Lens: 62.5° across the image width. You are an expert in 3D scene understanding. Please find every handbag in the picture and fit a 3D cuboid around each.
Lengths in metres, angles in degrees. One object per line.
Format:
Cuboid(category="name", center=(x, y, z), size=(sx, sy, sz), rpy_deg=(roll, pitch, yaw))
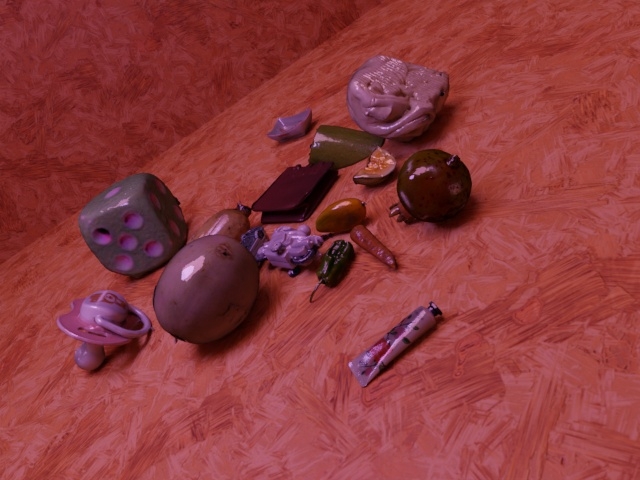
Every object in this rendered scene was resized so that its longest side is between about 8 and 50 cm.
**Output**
Cuboid(category="handbag", center=(-0.092, -0.178, 1.919), size=(0.260, 0.084, 0.275), rpy_deg=(-2, 42, 44))

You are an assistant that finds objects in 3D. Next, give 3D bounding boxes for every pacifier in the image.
Cuboid(category="pacifier", center=(-0.729, 0.284, 1.744), size=(0.273, 0.220, 0.332), rpy_deg=(-34, 17, 0))

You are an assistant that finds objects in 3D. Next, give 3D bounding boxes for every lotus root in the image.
Cuboid(category="lotus root", center=(-0.355, -0.021, 1.894), size=(0.284, 0.146, 0.160), rpy_deg=(-48, 50, -6))

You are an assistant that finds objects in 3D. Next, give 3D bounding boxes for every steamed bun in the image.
Cuboid(category="steamed bun", center=(0.262, -0.457, 1.825), size=(0.395, 0.237, 0.346), rpy_deg=(-10, 53, -21))

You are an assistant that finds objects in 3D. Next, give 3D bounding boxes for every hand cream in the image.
Cuboid(category="hand cream", center=(0.163, 0.219, 1.143), size=(0.234, 0.050, 0.080), rpy_deg=(-41, 34, 1))

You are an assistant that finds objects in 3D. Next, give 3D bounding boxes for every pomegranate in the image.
Cuboid(category="pomegranate", center=(0.271, -0.136, 1.391), size=(0.246, 0.198, 0.198), rpy_deg=(-13, 36, 33))

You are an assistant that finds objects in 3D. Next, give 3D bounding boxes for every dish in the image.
Cuboid(category="dish", center=(-0.131, -0.528, 2.466), size=(0.213, 0.077, 0.151), rpy_deg=(-10, 39, 35))

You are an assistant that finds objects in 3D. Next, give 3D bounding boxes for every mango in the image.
Cuboid(category="mango", center=(0.061, -0.071, 1.594), size=(0.188, 0.101, 0.066), rpy_deg=(-21, 33, 24))

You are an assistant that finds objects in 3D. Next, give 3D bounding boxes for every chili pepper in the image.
Cuboid(category="chili pepper", center=(0.032, 0.075, 1.452), size=(0.072, 0.073, 0.204), rpy_deg=(7, 50, 31))

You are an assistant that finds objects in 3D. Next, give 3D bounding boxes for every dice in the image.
Cuboid(category="dice", center=(-0.758, -0.064, 2.170), size=(0.319, 0.330, 0.322), rpy_deg=(-25, 30, 7))

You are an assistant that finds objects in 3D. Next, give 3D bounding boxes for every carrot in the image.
Cuboid(category="carrot", center=(0.151, 0.020, 1.426), size=(0.057, 0.057, 0.224), rpy_deg=(-37, 31, -5))

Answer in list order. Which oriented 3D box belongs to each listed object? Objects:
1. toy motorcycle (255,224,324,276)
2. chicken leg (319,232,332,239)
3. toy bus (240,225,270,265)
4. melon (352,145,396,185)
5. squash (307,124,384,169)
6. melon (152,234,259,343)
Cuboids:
Cuboid(category="toy motorcycle", center=(-0.088, 0.013, 1.616), size=(0.260, 0.110, 0.171), rpy_deg=(1, 44, 49))
Cuboid(category="chicken leg", center=(-0.002, 0.000, 1.635), size=(0.083, 0.021, 0.036), rpy_deg=(-38, 21, -8))
Cuboid(category="toy bus", center=(-0.231, 0.041, 1.731), size=(0.087, 0.089, 0.193), rpy_deg=(-13, 36, 35))
Cuboid(category="melon", center=(0.186, -0.223, 1.729), size=(0.128, 0.079, 0.160), rpy_deg=(19, 56, 33))
Cuboid(category="squash", center=(0.098, -0.334, 2.017), size=(0.261, 0.189, 0.189), rpy_deg=(14, 44, 6))
Cuboid(category="melon", center=(-0.320, 0.145, 1.495), size=(0.269, 0.268, 0.330), rpy_deg=(16, 65, 53))
